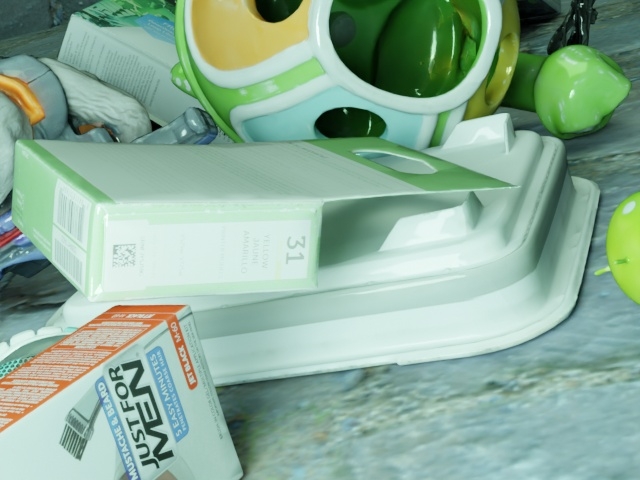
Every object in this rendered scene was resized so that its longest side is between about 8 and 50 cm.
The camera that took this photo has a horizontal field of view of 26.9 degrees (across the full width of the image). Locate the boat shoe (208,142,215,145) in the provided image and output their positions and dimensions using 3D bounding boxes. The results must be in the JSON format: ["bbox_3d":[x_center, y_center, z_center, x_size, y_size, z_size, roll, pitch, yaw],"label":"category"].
[{"bbox_3d":[-0.120,-0.054,1.114,0.226,0.076,0.083,0,23,40],"label":"boat shoe"}]

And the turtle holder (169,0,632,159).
[{"bbox_3d":[0.051,-0.139,1.014,0.243,0.320,0.227,-48,18,-7],"label":"turtle holder"}]

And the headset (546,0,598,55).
[{"bbox_3d":[0.067,-0.250,1.273,0.394,0.185,0.243,18,27,7],"label":"headset"}]

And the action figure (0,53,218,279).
[{"bbox_3d":[-0.255,-0.037,0.946,0.341,0.178,0.330,-34,3,-7],"label":"action figure"}]

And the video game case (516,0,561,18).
[{"bbox_3d":[0.160,-0.282,1.554,0.190,0.022,0.173,-4,-9,30],"label":"video game case"}]

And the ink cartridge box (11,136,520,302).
[{"bbox_3d":[-0.036,-0.019,0.738,0.235,0.056,0.171,-1,14,-26],"label":"ink cartridge box"}]

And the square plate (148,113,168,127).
[{"bbox_3d":[-0.211,-0.114,1.394,0.344,0.049,0.347,-11,23,17],"label":"square plate"}]

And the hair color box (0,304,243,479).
[{"bbox_3d":[-0.111,0.103,0.577,0.053,0.093,0.167,-2,22,38],"label":"hair color box"}]

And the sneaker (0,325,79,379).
[{"bbox_3d":[-0.181,0.103,0.722,0.166,0.065,0.076,-22,34,-10],"label":"sneaker"}]

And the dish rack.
[{"bbox_3d":[0.000,0.000,0.854,0.333,0.072,0.285,-10,18,20],"label":"dish rack"}]

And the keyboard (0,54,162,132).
[{"bbox_3d":[-0.228,-0.134,1.189,0.100,0.038,0.192,-5,-17,24],"label":"keyboard"}]

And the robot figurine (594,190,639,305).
[{"bbox_3d":[0.198,-0.002,0.683,0.115,0.067,0.101,-17,-11,-4],"label":"robot figurine"}]

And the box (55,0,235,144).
[{"bbox_3d":[-0.075,-0.178,1.286,0.232,0.058,0.322,29,26,5],"label":"box"}]
